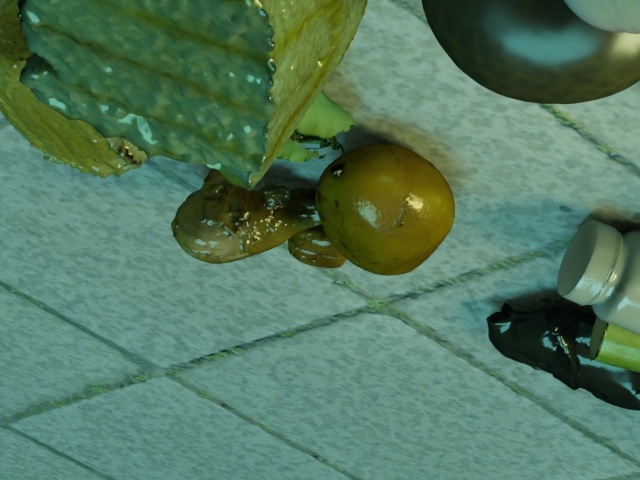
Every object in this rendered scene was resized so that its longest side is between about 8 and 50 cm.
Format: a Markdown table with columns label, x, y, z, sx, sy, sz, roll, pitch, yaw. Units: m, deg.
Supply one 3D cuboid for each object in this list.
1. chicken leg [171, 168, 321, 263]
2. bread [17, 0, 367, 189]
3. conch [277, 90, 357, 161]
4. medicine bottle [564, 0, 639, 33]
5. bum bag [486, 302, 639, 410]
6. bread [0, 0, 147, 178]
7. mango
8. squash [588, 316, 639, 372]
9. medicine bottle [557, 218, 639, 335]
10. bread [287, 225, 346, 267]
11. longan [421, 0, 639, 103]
| label | x | y | z | sx | sy | sz | roll | pitch | yaw |
| --- | --- | --- | --- | --- | --- | --- | --- | --- | --- |
| chicken leg | -0.063 | -0.036 | 2.014 | 0.207 | 0.101 | 0.085 | -11 | 151 | 8 |
| bread | -0.086 | -0.248 | 1.454 | 0.239 | 0.264 | 0.395 | 27 | 154 | 8 |
| conch | -0.060 | -0.130 | 1.766 | 0.250 | 0.137 | 0.143 | 30 | 149 | -27 |
| medicine bottle | 0.321 | -0.261 | 1.174 | 0.325 | 0.256 | 0.256 | 4 | 150 | 22 |
| bum bag | 0.349 | 0.151 | 2.121 | 0.326 | 0.079 | 0.142 | 20 | 156 | -7 |
| bread | -0.253 | -0.162 | 1.837 | 0.174 | 0.121 | 0.245 | 13 | 158 | 27 |
| mango | 0.072 | -0.024 | 1.919 | 0.147 | 0.109 | 0.227 | -1 | 155 | 11 |
| squash | 0.398 | 0.113 | 2.006 | 0.188 | 0.095 | 0.095 | 15 | 153 | 0 |
| medicine bottle | 0.353 | 0.052 | 1.908 | 0.187 | 0.102 | 0.103 | 23 | 152 | -10 |
| bread | 0.000 | 0.000 | 2.076 | 0.081 | 0.046 | 0.083 | 25 | 151 | -20 |
| longan | 0.185 | -0.200 | 1.449 | 0.212 | 0.198 | 0.198 | 6 | 151 | 13 |
